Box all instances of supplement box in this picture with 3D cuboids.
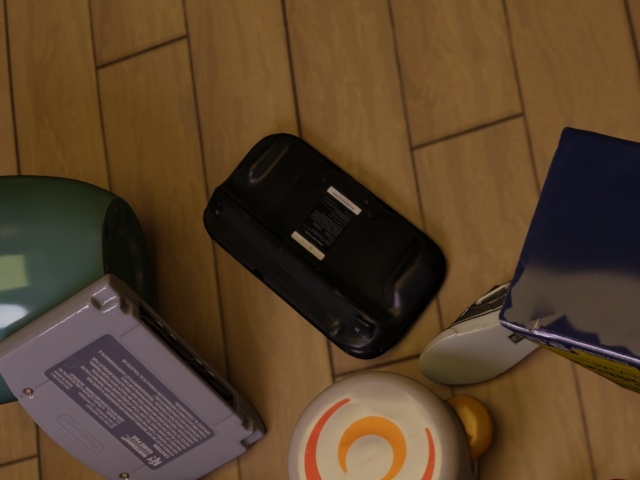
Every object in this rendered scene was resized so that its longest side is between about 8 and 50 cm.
[{"bbox_3d":[0.345,0.049,1.528,0.194,0.356,0.195,17,85,31],"label":"supplement box"}]

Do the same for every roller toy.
[{"bbox_3d":[0.072,0.244,1.746,0.191,0.146,0.209,20,81,22],"label":"roller toy"}]

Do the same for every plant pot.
[{"bbox_3d":[-0.341,0.052,1.950,0.235,0.293,0.293,-8,72,11],"label":"plant pot"}]

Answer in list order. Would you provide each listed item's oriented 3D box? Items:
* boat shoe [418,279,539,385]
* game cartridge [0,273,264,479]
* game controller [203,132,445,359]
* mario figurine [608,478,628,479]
[{"bbox_3d":[0.205,0.089,1.765,0.219,0.078,0.070,-29,30,22],"label":"boat shoe"},{"bbox_3d":[-0.228,0.180,1.856,0.196,0.294,0.060,-33,32,14],"label":"game cartridge"},{"bbox_3d":[0.000,0.000,1.909,0.166,0.067,0.319,-47,60,-7],"label":"game controller"},{"bbox_3d":[0.237,0.382,1.602,0.198,0.170,0.320,26,99,-3],"label":"mario figurine"}]
